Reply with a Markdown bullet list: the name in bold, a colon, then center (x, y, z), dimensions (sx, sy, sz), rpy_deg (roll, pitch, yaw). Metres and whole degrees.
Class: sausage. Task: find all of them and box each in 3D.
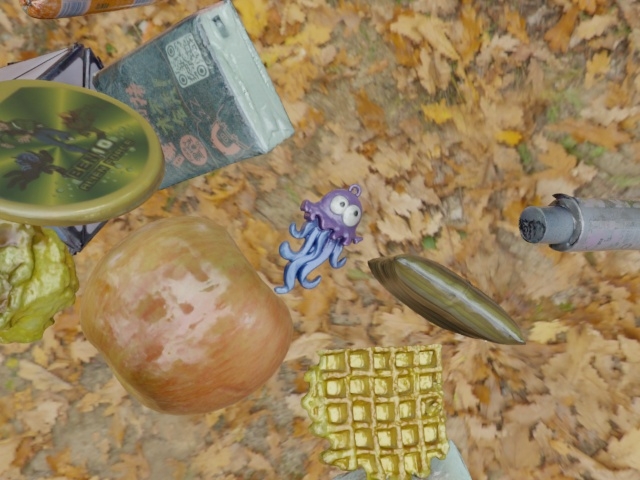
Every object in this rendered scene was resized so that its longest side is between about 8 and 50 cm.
- **sausage**: center (-0.306, -0.347, 1.252), dimensions (0.053, 0.348, 0.053), rpy_deg (8, 111, 20)

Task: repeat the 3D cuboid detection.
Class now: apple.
- **apple**: center (-0.263, 0.147, 1.709), dimensions (0.346, 0.391, 0.391), rpy_deg (-37, 78, -11)

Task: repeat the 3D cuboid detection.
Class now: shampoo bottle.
- **shampoo bottle**: center (0.329, -0.020, 1.068), dimensions (0.214, 0.072, 0.072), rpy_deg (-1, 81, -33)

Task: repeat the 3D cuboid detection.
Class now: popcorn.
- **popcorn**: center (-0.433, 0.050, 1.233), dimensions (0.197, 0.155, 0.198), rpy_deg (1, 88, -20)

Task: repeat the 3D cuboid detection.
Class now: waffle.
- **waffle**: center (0.083, 0.270, 1.337), dimensions (0.229, 0.057, 0.219), rpy_deg (-2, 79, -16)

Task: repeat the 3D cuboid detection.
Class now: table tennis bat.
- **table tennis bat**: center (-0.291, -0.099, 0.786), dimensions (0.320, 0.198, 0.050), rpy_deg (23, 129, 8)

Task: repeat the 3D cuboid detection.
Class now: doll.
- **doll**: center (0.000, 0.000, 1.339), dimensions (0.110, 0.067, 0.206), rpy_deg (36, 85, -17)

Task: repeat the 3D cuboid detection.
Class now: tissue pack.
- **tissue pack**: center (-0.209, -0.216, 1.404), dimensions (0.315, 0.103, 0.228), rpy_deg (-12, 108, 47)

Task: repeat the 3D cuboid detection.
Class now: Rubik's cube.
- **Rubik's cube**: center (-0.550, -0.163, 1.726), dimensions (0.307, 0.305, 0.310), rpy_deg (-4, 38, 35)

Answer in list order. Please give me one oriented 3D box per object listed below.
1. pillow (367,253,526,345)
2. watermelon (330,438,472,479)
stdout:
- **pillow**: center (0.094, 0.043, 0.717), dimensions (0.113, 0.203, 0.038), rpy_deg (33, 87, -2)
- **watermelon**: center (0.072, 0.477, 1.431), dimensions (0.387, 0.258, 0.228), rpy_deg (-47, 39, 31)
